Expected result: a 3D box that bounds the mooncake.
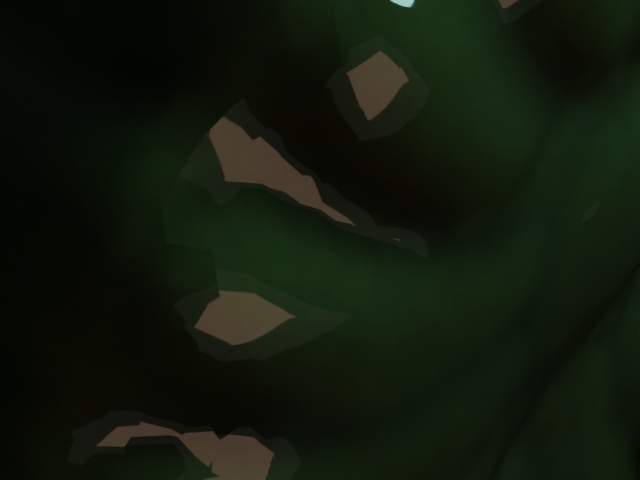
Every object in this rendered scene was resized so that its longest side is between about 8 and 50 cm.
[{"bbox_3d":[0.000,0.000,0.538,0.351,0.187,0.351,-32,141,-30],"label":"mooncake"}]
